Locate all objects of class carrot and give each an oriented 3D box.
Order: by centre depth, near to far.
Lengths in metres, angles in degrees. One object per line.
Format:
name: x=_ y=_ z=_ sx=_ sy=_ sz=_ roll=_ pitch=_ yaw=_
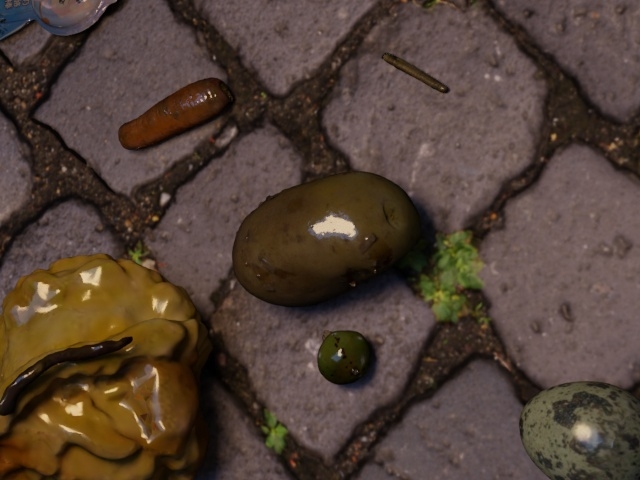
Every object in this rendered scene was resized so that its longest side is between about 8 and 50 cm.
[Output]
carrot: x=-0.210 y=-0.176 z=1.963 sx=0.186 sy=0.060 sz=0.060 roll=-24 pitch=71 yaw=22

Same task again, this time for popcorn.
popcorn: x=-0.306 y=0.185 z=1.791 sx=0.349 sy=0.382 sz=0.349 roll=-1 pitch=85 yaw=12

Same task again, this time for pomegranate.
pomegranate: x=0.026 y=0.151 z=1.787 sx=0.084 sy=0.073 sz=0.073 roll=-6 pitch=76 yaw=64

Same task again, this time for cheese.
cheese: x=-0.406 y=-0.371 z=2.097 sx=0.245 sy=0.052 sz=0.135 roll=-5 pitch=79 yaw=26

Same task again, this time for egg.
egg: x=0.307 y=0.226 z=1.592 sx=0.172 sy=0.132 sz=0.132 roll=13 pitch=87 yaw=38

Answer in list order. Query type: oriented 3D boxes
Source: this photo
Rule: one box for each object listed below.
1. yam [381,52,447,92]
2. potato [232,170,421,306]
yam: x=0.125 y=-0.221 z=1.826 sx=0.107 sy=0.014 sz=0.014 roll=33 pitch=97 yaw=27
potato: x=0.000 y=0.000 z=1.767 sx=0.262 sy=0.165 sz=0.165 roll=-20 pitch=73 yaw=22
